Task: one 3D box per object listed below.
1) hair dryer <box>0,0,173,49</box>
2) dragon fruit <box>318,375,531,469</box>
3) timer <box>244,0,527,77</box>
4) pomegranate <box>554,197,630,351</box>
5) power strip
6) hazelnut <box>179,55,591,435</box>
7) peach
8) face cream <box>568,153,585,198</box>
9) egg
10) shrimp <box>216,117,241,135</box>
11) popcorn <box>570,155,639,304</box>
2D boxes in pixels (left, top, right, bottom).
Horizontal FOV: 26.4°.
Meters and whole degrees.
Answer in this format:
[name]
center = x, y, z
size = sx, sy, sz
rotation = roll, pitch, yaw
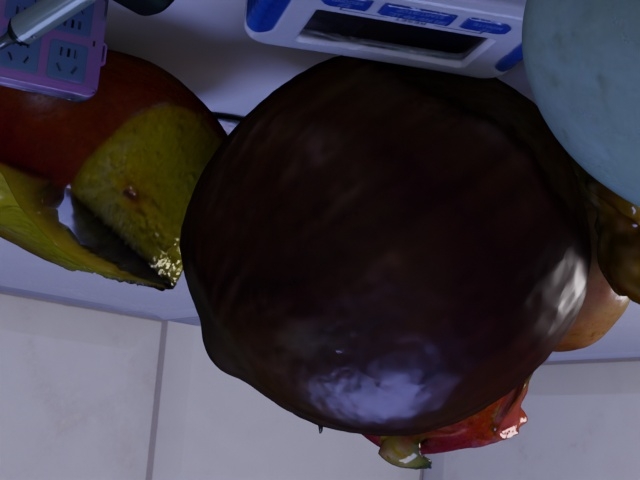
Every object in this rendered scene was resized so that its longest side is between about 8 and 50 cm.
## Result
[hair dryer]
center = -0.230, -0.209, 1.224
size = 0.197, 0.057, 0.100
rotation = -25, 157, 20
[dragon fruit]
center = 0.134, 0.178, 1.734
size = 0.290, 0.189, 0.290
rotation = -6, -179, 0
[timer]
center = 0.069, -0.211, 1.181
size = 0.253, 0.078, 0.178
rotation = 7, 170, -13
[pomegranate]
center = 0.266, 0.031, 1.552
size = 0.191, 0.191, 0.191
rotation = 4, 169, 1
[power strip]
center = -0.328, -0.207, 1.274
size = 0.279, 0.109, 0.037
rotation = 10, 170, -26
[hazelnut]
center = 0.061, 0.000, 1.360
size = 0.420, 0.421, 0.353
rotation = 0, 155, 20
[peach]
center = -0.256, -0.094, 1.502
size = 0.306, 0.242, 0.380
rotation = 35, 168, -28
[face cream]
center = 0.423, -0.097, 1.538
size = 0.348, 0.105, 0.105
rotation = -1, 167, 27
[egg]
center = 0.333, -0.133, 0.954
size = 0.388, 0.276, 0.276
rotation = 8, 169, -5
[shrimp]
center = -0.175, -0.127, 1.800
size = 0.251, 0.052, 0.143
rotation = -10, 153, 27
[popcorn]
center = 0.392, -0.074, 1.351
size = 0.265, 0.225, 0.332
rotation = 47, 131, -11
